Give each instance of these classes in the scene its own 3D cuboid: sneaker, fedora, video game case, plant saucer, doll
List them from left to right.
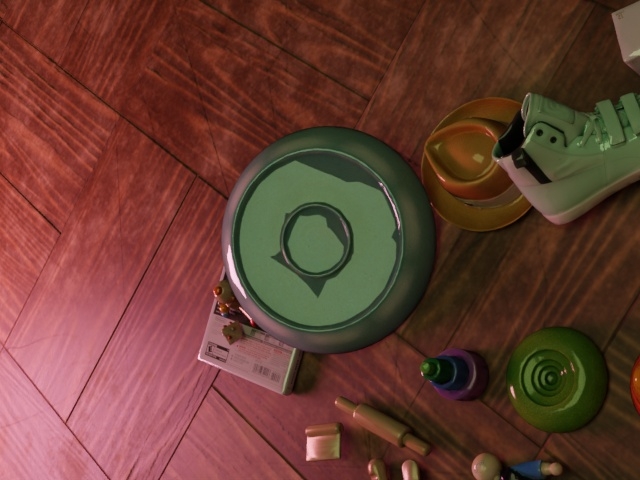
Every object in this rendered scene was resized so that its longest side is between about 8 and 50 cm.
[{"bbox_3d":[-0.093,0.122,1.508,0.190,0.022,0.173,15,89,41],"label":"video game case"},{"bbox_3d":[0.000,0.000,1.377,0.318,0.044,0.317,0,91,20],"label":"plant saucer"},{"bbox_3d":[0.198,-0.106,1.293,0.194,0.079,0.194,-11,72,37],"label":"fedora"},{"bbox_3d":[0.247,0.313,1.172,0.189,0.046,0.129,42,114,44],"label":"doll"},{"bbox_3d":[0.318,-0.135,1.146,0.256,0.151,0.094,-40,30,25],"label":"sneaker"}]

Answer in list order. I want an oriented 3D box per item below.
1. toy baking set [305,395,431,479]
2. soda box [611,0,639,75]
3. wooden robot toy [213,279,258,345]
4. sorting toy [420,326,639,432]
[{"bbox_3d":[0.071,0.325,1.325,0.256,0.030,0.196,17,93,40],"label":"toy baking set"},{"bbox_3d":[0.448,-0.260,1.133,0.216,0.074,0.069,-21,66,33],"label":"soda box"},{"bbox_3d":[-0.117,0.076,1.471,0.076,0.079,0.173,42,106,38],"label":"wooden robot toy"},{"bbox_3d":[0.268,0.155,1.144,0.366,0.126,0.127,-3,78,37],"label":"sorting toy"}]
